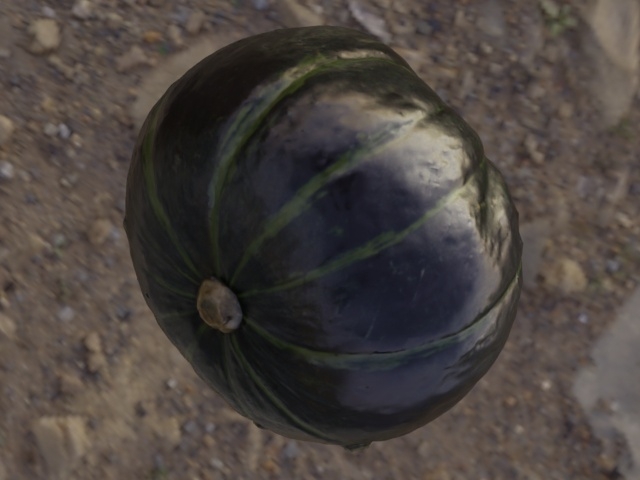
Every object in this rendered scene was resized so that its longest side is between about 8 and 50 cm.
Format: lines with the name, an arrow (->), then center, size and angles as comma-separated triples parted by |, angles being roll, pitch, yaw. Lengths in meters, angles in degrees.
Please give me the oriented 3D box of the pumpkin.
pumpkin -> 0.000, 0.000, 1.281 | 0.241, 0.323, 0.323 | -27, 116, -31
